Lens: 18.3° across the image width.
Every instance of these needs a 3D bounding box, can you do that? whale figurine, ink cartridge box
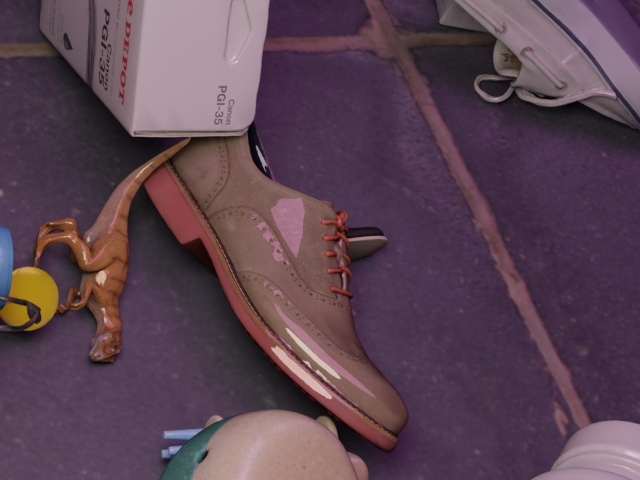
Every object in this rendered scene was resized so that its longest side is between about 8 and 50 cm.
[{"bbox_3d":[-0.028,0.256,1.557,0.272,0.141,0.216,51,46,-30],"label":"whale figurine"},{"bbox_3d":[-0.154,-0.239,1.807,0.117,0.207,0.283,-3,26,-25],"label":"ink cartridge box"}]

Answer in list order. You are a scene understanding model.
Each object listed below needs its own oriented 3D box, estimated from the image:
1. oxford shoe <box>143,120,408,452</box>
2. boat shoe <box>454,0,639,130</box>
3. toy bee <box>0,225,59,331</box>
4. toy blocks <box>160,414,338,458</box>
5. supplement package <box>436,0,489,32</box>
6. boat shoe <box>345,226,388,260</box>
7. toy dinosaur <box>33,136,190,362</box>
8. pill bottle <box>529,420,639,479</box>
[{"bbox_3d":[-0.018,0.029,1.739,0.130,0.123,0.348,-39,70,2],"label":"oxford shoe"},{"bbox_3d":[0.231,-0.204,2.094,0.367,0.156,0.136,37,32,-34],"label":"boat shoe"},{"bbox_3d":[-0.317,0.061,1.603,0.195,0.162,0.298,13,22,-4],"label":"toy bee"},{"bbox_3d":[-0.053,0.201,1.653,0.148,0.054,0.123,2,51,-24],"label":"toy blocks"},{"bbox_3d":[0.222,-0.292,2.178,0.179,0.105,0.105,8,47,-19],"label":"supplement package"},{"bbox_3d":[0.001,-0.001,1.857,0.133,0.049,0.042,-7,63,-25],"label":"boat shoe"},{"bbox_3d":[-0.191,0.004,1.740,0.112,0.064,0.211,12,77,-10],"label":"toy dinosaur"},{"bbox_3d":[0.207,0.297,1.610,0.176,0.176,0.318,32,45,2],"label":"pill bottle"}]
